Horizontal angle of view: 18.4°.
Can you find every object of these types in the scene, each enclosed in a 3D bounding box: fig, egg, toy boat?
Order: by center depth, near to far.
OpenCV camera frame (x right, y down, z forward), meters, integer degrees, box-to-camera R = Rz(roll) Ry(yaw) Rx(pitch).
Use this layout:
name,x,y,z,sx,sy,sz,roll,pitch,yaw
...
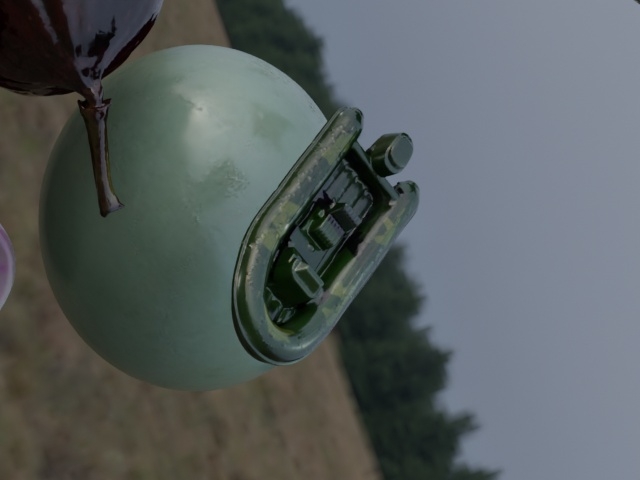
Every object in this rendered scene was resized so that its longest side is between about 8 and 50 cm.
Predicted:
name,x,y,z,sx,sy,sz,roll,pitch,yaw
toy boat,0.000,0.000,1.386,0.052,0.210,0.104,-3,-48,47
fig,-0.194,-0.175,1.442,0.186,0.204,0.249,28,32,-48
egg,-0.109,-0.015,1.730,0.389,0.276,0.276,96,-22,-60

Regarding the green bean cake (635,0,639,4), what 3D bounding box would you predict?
name,x,y,z,sx,sy,sz,roll,pitch,yaw
green bean cake,0.255,-0.258,1.558,0.233,0.124,0.236,29,12,-41

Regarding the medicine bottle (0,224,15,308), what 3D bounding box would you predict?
name,x,y,z,sx,sy,sz,roll,pitch,yaw
medicine bottle,-0.386,-0.029,1.763,0.254,0.152,0.152,47,-17,45
